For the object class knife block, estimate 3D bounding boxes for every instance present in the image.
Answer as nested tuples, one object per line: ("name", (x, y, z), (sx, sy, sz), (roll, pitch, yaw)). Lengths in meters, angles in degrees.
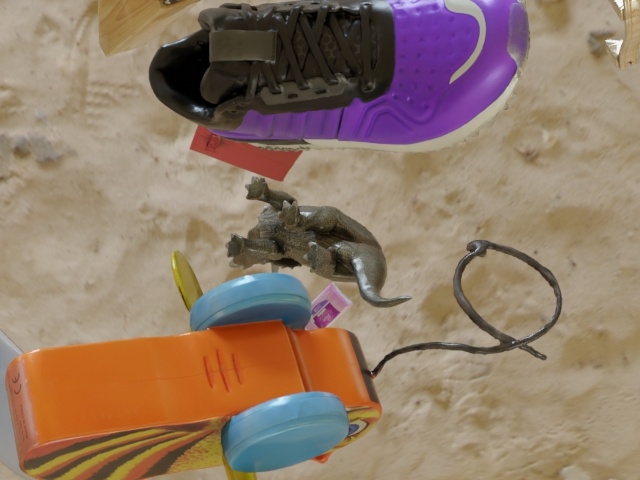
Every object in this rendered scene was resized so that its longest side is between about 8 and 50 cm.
("knife block", (-0.243, -0.378, 1.683), (0.088, 0.275, 0.242), (-26, 49, -36))

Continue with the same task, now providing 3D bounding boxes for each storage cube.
("storage cube", (-0.115, -0.244, 2.013), (0.193, 0.183, 0.214), (19, 70, -9))

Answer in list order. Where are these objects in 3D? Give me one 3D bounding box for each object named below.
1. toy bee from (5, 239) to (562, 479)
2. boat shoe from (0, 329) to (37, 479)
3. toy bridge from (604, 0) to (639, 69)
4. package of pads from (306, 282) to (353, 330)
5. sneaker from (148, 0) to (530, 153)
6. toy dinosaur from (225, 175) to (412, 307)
("toy bee", (-0.026, 0.104, 0.639), (0.299, 0.162, 0.195), (8, 58, -6))
("boat shoe", (-0.353, 0.169, 1.214), (0.267, 0.088, 0.096), (42, 78, 18))
("toy bridge", (0.278, -0.227, 0.998), (0.026, 0.188, 0.063), (-18, 50, 5))
("package of pads", (0.008, 0.114, 1.776), (0.083, 0.032, 0.050), (-45, 83, 10))
("sneaker", (-0.006, -0.118, 0.743), (0.146, 0.293, 0.102), (12, 78, -47))
("toy dinosaur", (0.000, 0.000, 1.252), (0.314, 0.160, 0.120), (10, 90, 39))
